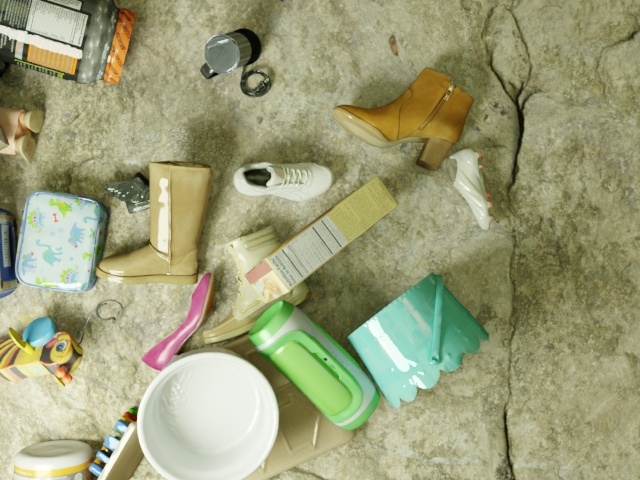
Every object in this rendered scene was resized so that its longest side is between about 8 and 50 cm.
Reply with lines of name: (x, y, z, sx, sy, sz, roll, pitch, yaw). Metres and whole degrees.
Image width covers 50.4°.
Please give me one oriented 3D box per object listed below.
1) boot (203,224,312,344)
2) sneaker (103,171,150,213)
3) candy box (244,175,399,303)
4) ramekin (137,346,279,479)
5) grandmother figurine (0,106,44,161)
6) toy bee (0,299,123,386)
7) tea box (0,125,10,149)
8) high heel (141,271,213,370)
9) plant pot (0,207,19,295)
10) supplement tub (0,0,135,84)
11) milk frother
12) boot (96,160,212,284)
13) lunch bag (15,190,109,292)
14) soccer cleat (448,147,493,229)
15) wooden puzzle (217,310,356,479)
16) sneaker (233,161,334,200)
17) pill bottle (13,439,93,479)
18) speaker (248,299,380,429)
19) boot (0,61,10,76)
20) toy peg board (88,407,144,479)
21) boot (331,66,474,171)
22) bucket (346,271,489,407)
boot: (-0.177, 0.100, 1.531, 0.262, 0.095, 0.203, -28, 91, -5)
sneaker: (-0.396, -0.117, 1.543, 0.170, 0.051, 0.089, -19, 95, 0)
candy box: (0.000, 0.000, 1.453, 0.316, 0.183, 0.087, -38, 91, -23)
ramekin: (-0.230, 0.352, 1.401, 0.277, 0.135, 0.277, -1, 93, -10)
grandmother figurine: (-0.807, -0.254, 1.504, 0.342, 0.104, 0.207, 11, 69, 0)
toy bee: (-0.584, 0.239, 1.457, 0.298, 0.162, 0.195, -36, 130, 17)
tea box: (-0.867, -0.281, 1.344, 0.323, 0.220, 0.329, -27, 87, -4)
high heel: (-0.320, 0.179, 1.538, 0.117, 0.082, 0.244, 17, 94, 3)
plant pot: (-0.770, 0.029, 1.436, 0.212, 0.236, 0.236, -3, 90, -10)
supplement tub: (-0.579, -0.458, 1.438, 0.338, 0.207, 0.207, 14, 88, -21)
milk frother: (-0.179, -0.388, 1.518, 0.143, 0.135, 0.129, 36, 118, 1)
boot: (-0.366, -0.043, 1.494, 0.236, 0.089, 0.269, 2, 108, -16)
lunch bag: (-0.576, 0.001, 1.512, 0.176, 0.090, 0.219, 8, 89, -4)
soccer cleat: (0.351, -0.116, 1.585, 0.076, 0.068, 0.196, -13, 89, 12)
wooden puzzle: (-0.131, 0.363, 1.530, 0.348, 0.080, 0.322, -24, 98, -8)
sneaker: (-0.082, -0.135, 1.529, 0.232, 0.115, 0.090, -3, 89, -3)
pill bottle: (-0.576, 0.587, 1.469, 0.162, 0.162, 0.278, 0, 90, -3)
speaker: (-0.012, 0.264, 1.440, 0.131, 0.131, 0.296, -45, 101, -3)
boot: (-0.734, -0.492, 1.528, 0.161, 0.083, 0.246, 26, 89, -13)
toy peg board: (-0.440, 0.446, 1.487, 0.079, 0.160, 0.161, 29, 87, 13)
boot: (0.193, -0.309, 1.565, 0.295, 0.104, 0.211, 25, 83, -8)
bucket: (0.204, 0.209, 1.468, 0.281, 0.281, 0.183, -36, 83, -3)
